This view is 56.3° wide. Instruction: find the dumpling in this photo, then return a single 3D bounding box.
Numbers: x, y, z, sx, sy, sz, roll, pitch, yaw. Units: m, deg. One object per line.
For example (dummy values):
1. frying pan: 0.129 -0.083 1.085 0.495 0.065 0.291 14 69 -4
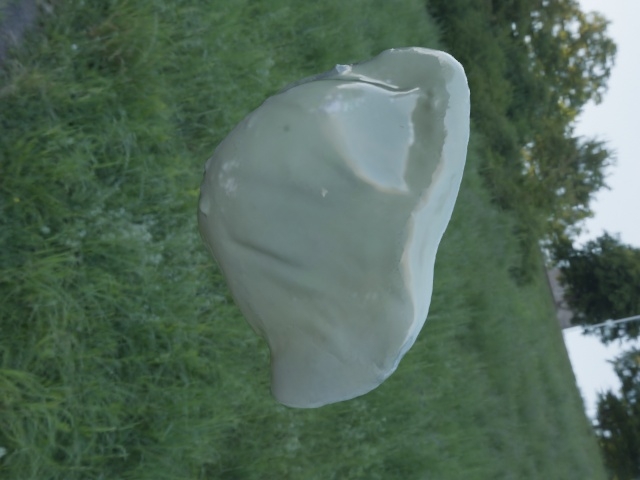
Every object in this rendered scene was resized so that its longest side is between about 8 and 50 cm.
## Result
1. dumpling: 0.000 0.000 0.492 0.318 0.187 0.243 -51 -141 41
